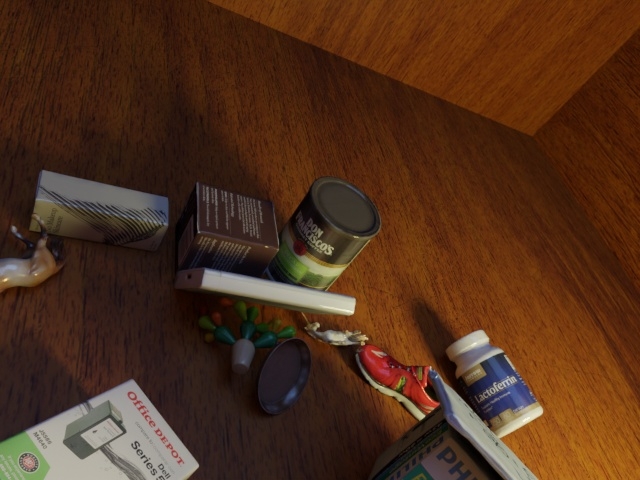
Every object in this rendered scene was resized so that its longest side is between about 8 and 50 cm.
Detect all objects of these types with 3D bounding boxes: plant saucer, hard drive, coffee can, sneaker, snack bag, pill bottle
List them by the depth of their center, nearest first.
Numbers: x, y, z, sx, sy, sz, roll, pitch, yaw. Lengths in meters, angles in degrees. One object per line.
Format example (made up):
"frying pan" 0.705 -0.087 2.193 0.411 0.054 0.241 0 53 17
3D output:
"snack bag" 0.308 0.380 0.890 0.342 0.037 0.323 47 4 6
"plant saucer" -0.083 0.289 1.137 0.029 0.168 0.168 14 23 37
"hard drive" -0.130 0.119 1.198 0.353 0.233 0.047 15 78 -27
"sneaker" 0.218 0.339 1.323 0.279 0.118 0.107 36 37 -3
"coffee can" 0.000 0.000 1.367 0.202 0.275 0.201 21 41 -20
"pill bottle" 0.467 0.389 1.441 0.153 0.153 0.264 -4 53 -40

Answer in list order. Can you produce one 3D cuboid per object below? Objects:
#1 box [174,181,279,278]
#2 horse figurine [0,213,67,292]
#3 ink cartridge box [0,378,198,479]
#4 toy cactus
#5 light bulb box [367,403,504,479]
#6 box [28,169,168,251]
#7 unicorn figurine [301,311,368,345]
"box" -0.232 -0.009 1.281 0.203 0.168 0.167 14 43 -28
"horse figurine" -0.604 0.042 1.017 0.263 0.066 0.174 -15 71 -51
"ink cartridge box" -0.354 0.361 0.802 0.198 0.115 0.273 48 23 11
"toy cactus" -0.169 0.217 1.150 0.219 0.112 0.180 17 34 -10
"light bulb box" 0.276 0.527 0.969 0.358 0.225 0.361 48 6 14
"box" -0.491 -0.061 1.181 0.275 0.113 0.094 10 47 -28
"unicorn figurine" 0.036 0.239 1.315 0.162 0.111 0.060 37 59 -36
